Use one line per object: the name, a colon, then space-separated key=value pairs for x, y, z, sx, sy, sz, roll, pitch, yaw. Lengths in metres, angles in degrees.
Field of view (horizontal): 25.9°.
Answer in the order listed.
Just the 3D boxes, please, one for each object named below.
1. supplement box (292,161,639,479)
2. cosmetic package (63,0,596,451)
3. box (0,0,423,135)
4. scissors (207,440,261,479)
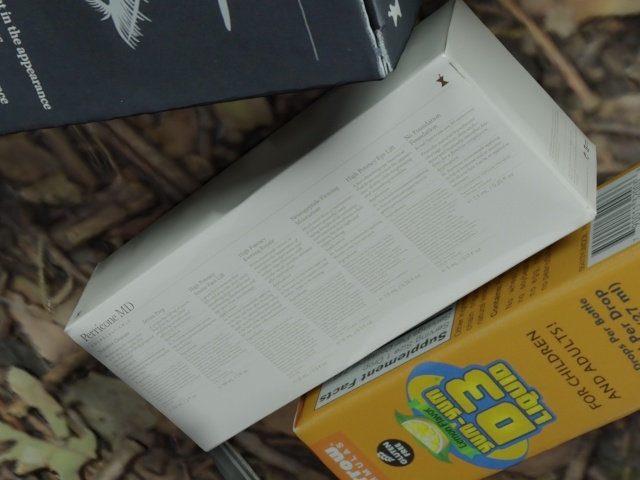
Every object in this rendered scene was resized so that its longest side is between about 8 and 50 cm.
supplement box: x=0.099 y=0.044 z=0.630 sx=0.233 sy=0.080 sz=0.078 roll=-31 pitch=112 yaw=32
cosmetic package: x=0.000 y=0.000 z=0.629 sx=0.239 sy=0.060 sz=0.099 roll=-34 pitch=115 yaw=31
box: x=-0.077 y=-0.134 z=0.512 sx=0.207 sy=0.108 sz=0.153 roll=-5 pitch=125 yaw=19
scissors: x=0.010 y=0.203 z=0.808 sx=0.109 sy=0.021 sz=0.297 roll=-3 pitch=124 yaw=18
